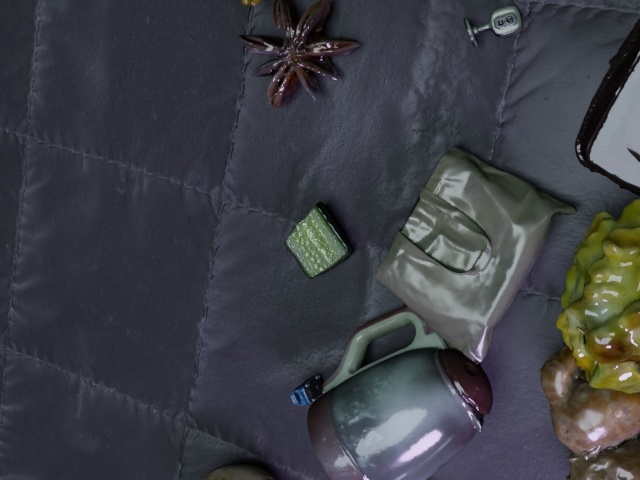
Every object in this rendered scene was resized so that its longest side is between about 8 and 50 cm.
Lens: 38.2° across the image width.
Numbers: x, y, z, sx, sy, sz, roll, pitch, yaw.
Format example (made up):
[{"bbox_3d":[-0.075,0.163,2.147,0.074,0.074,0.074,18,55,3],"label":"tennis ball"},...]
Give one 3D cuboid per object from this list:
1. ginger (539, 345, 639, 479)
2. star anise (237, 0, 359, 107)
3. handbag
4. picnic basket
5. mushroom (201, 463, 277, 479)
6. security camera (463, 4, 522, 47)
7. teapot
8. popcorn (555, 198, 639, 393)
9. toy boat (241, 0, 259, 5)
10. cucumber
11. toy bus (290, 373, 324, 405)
[{"bbox_3d":[0.502,0.347,1.571,0.256,0.176,0.375,-26,88,8],"label":"ginger"},{"bbox_3d":[-0.050,-0.349,1.710,0.229,0.093,0.236,23,113,12],"label":"star anise"},{"bbox_3d":[0.259,0.017,1.629,0.253,0.109,0.316,33,101,18],"label":"handbag"},{"bbox_3d":[0.535,-0.207,1.453,0.222,0.129,0.297,31,111,17],"label":"picnic basket"},{"bbox_3d":[-0.166,0.572,1.903,0.226,0.178,0.227,2,94,30],"label":"mushroom"},{"bbox_3d":[0.296,-0.369,1.572,0.092,0.058,0.058,-19,93,18],"label":"security camera"},{"bbox_3d":[0.151,0.283,1.701,0.312,0.233,0.315,-36,59,18],"label":"teapot"},{"bbox_3d":[0.521,0.077,1.443,0.312,0.312,0.312,5,103,23],"label":"popcorn"},{"bbox_3d":[-0.104,-0.587,1.676,0.141,0.099,0.318,8,102,18],"label":"toy boat"},{"bbox_3d":[0.000,0.000,1.772,0.116,0.062,0.115,-38,83,33],"label":"cucumber"},{"bbox_3d":[-0.022,0.297,1.832,0.046,0.083,0.038,-24,91,29],"label":"toy bus"}]
